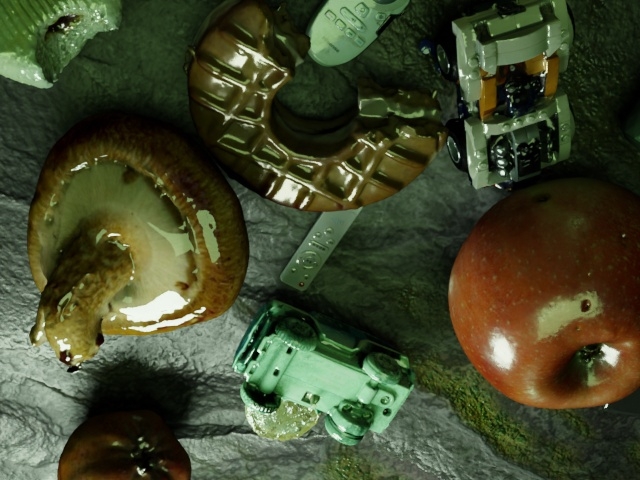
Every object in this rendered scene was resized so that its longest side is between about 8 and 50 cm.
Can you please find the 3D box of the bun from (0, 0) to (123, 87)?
[{"bbox_3d":[-0.360,-0.299,1.193,0.212,0.126,0.204,-10,90,-6],"label":"bun"}]

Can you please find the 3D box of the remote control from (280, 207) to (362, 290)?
[{"bbox_3d":[0.000,0.000,1.423,0.049,0.027,0.184,28,115,-15],"label":"remote control"}]

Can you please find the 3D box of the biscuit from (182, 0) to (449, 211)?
[{"bbox_3d":[-0.029,-0.169,1.263,0.366,0.115,0.268,28,126,-17],"label":"biscuit"}]

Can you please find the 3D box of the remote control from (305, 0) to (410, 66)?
[{"bbox_3d":[0.077,-0.346,1.255,0.256,0.045,0.097,-44,114,12],"label":"remote control"}]

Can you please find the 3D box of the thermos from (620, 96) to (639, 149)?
[{"bbox_3d":[0.550,-0.243,1.284,0.182,0.145,0.287,14,114,-34],"label":"thermos"}]

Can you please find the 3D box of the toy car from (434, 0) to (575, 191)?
[{"bbox_3d":[0.274,-0.202,1.281,0.193,0.118,0.301,-18,126,-7],"label":"toy car"}]

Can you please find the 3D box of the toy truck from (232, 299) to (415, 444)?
[{"bbox_3d":[0.004,0.205,1.446,0.278,0.156,0.155,24,111,-15],"label":"toy truck"}]

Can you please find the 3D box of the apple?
[{"bbox_3d":[0.360,0.081,1.332,0.348,0.277,0.349,-5,132,-6],"label":"apple"}]

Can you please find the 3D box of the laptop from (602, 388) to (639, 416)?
[{"bbox_3d":[0.608,0.264,1.603,0.197,0.016,0.135,10,115,-9],"label":"laptop"}]

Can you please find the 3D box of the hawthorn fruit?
[{"bbox_3d":[-0.334,0.394,1.495,0.208,0.208,0.248,26,134,-16],"label":"hawthorn fruit"}]

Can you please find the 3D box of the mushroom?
[{"bbox_3d":[-0.265,0.008,1.265,0.345,0.260,0.346,6,113,13],"label":"mushroom"}]

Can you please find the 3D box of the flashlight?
[{"bbox_3d":[0.201,-0.295,1.296,0.121,0.035,0.057,-40,90,9],"label":"flashlight"}]

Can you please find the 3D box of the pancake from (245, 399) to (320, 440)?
[{"bbox_3d":[-0.067,0.294,1.556,0.129,0.023,0.116,33,111,-19],"label":"pancake"}]
